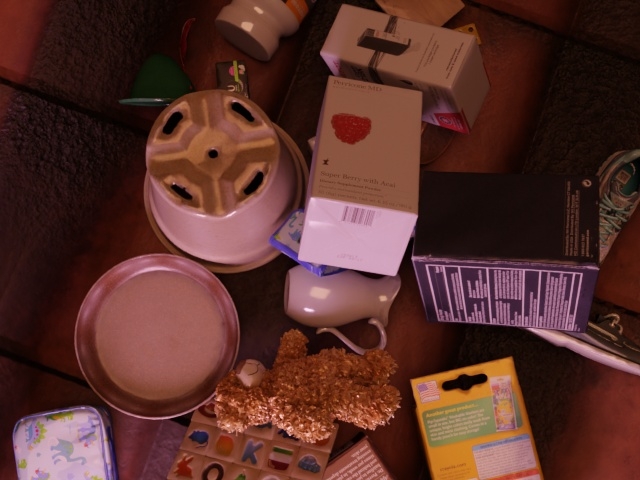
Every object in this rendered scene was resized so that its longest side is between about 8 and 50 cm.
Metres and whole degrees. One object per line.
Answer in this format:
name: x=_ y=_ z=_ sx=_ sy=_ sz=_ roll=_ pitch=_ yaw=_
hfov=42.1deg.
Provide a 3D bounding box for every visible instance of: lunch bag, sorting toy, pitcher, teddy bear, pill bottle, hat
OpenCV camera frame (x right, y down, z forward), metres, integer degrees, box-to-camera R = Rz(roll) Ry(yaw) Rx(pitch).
lunch bag: x=-0.460 y=0.417 z=1.530 sx=0.176 sy=0.090 sz=0.219 roll=-11 pitch=82 yaw=-2
sorting toy: x=0.206 y=-0.472 z=1.705 sx=0.132 sy=0.046 sz=0.274 roll=-41 pitch=84 yaw=-7
pitcher: x=0.035 y=0.130 z=1.580 sx=0.207 sy=0.125 sz=0.178 roll=5 pitch=99 yaw=-9
teddy bear: x=-0.023 y=0.256 z=1.481 sx=0.338 sy=0.113 sz=0.245 roll=8 pitch=47 yaw=12
pill bottle: x=-0.080 y=-0.506 z=1.646 sx=0.162 sy=0.162 sz=0.278 roll=31 pitch=82 yaw=3
lunch bag: x=0.000 y=0.000 z=1.530 sx=0.129 sy=0.096 sz=0.151 roll=32 pitch=43 yaw=28
hat: x=-0.302 y=-0.353 z=1.598 sx=0.173 sy=0.208 sz=0.183 roll=-1 pitch=97 yaw=-21

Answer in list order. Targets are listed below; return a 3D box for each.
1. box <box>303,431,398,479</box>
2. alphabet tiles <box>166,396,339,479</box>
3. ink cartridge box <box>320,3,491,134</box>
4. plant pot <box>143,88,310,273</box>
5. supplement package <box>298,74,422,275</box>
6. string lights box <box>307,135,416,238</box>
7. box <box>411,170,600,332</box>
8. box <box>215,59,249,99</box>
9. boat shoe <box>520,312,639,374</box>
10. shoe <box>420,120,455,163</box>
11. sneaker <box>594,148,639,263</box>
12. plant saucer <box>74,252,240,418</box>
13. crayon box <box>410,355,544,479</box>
box: x=0.111 y=0.556 z=1.500 sx=0.191 sy=0.143 sz=0.381 roll=-33 pitch=82 yaw=-6
alphabet tiles: x=-0.131 y=0.404 z=1.487 sx=0.285 sy=0.011 sz=0.342 roll=7 pitch=57 yaw=22
ink cartridge box: x=0.161 y=-0.321 z=1.564 sx=0.273 sy=0.197 sz=0.114 roll=22 pitch=81 yaw=25
plant pot: x=-0.183 y=-0.122 z=1.512 sx=0.334 sy=0.305 sz=0.334 roll=0 pitch=81 yaw=-1
supplement package: x=0.071 y=-0.116 z=1.445 sx=0.177 sy=0.175 sz=0.293 roll=9 pitch=52 yaw=-3
string lights box: x=0.090 y=-0.103 z=1.630 sx=0.133 sy=0.077 sz=0.260 roll=-26 pitch=83 yaw=-5
box: x=0.326 y=0.023 z=1.460 sx=0.294 sy=0.296 sz=0.183 roll=2 pitch=64 yaw=14
box: x=-0.175 y=-0.312 z=1.669 sx=0.062 sy=0.052 sz=0.083 roll=-6 pitch=83 yaw=-3
boat shoe: x=0.531 y=0.176 z=1.579 sx=0.319 sy=0.116 sz=0.099 roll=21 pitch=82 yaw=8
shoe: x=0.238 y=-0.251 z=1.672 sx=0.076 sy=0.058 sz=0.219 roll=31 pitch=85 yaw=-28
sneaker: x=0.549 y=-0.061 z=1.611 sx=0.110 sy=0.122 sz=0.283 roll=28 pitch=82 yaw=3
plant saucer: x=-0.307 y=0.181 z=1.586 sx=0.310 sy=0.050 sz=0.310 roll=0 pitch=83 yaw=0
crayon box: x=0.295 y=0.396 z=1.555 sx=0.203 sy=0.083 sz=0.323 roll=-12 pitch=82 yaw=-3
